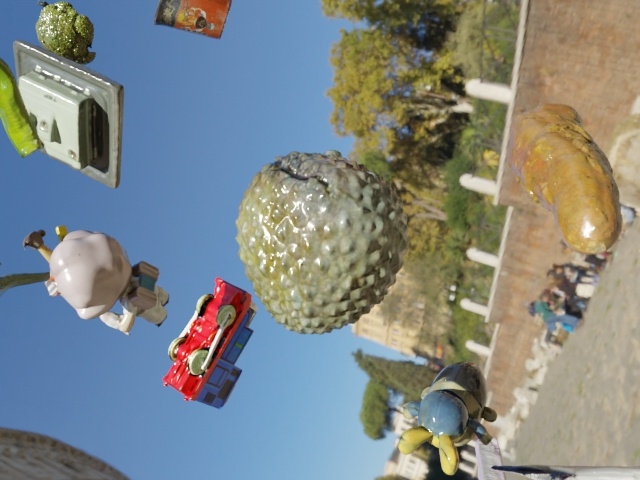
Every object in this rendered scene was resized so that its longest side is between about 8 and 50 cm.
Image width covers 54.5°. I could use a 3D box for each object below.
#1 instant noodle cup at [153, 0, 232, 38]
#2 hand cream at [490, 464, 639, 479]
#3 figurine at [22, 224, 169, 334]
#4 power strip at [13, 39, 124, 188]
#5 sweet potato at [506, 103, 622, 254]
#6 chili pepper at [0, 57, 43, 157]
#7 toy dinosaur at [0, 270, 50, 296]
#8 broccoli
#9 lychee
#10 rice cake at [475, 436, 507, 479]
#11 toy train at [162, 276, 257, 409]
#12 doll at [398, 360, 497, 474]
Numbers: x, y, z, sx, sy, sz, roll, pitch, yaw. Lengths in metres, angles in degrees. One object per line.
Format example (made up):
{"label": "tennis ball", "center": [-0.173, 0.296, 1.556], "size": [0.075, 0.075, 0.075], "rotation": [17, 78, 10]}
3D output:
{"label": "instant noodle cup", "center": [-0.258, -0.474, 1.265], "size": [0.127, 0.135, 0.127], "rotation": [-163, 90, -72]}
{"label": "hand cream", "center": [0.370, 0.268, 0.691], "size": [0.121, 0.335, 0.076], "rotation": [131, 146, -66]}
{"label": "figurine", "center": [-0.303, 0.056, 0.882], "size": [0.229, 0.112, 0.137], "rotation": [39, -136, -44]}
{"label": "power strip", "center": [-0.521, -0.241, 1.253], "size": [0.092, 0.257, 0.251], "rotation": [-49, -19, -54]}
{"label": "sweet potato", "center": [0.267, -0.095, 0.712], "size": [0.095, 0.106, 0.355], "rotation": [-37, 13, 25]}
{"label": "chili pepper", "center": [-0.487, -0.224, 0.959], "size": [0.050, 0.051, 0.202], "rotation": [-67, -31, -54]}
{"label": "toy dinosaur", "center": [-0.602, 0.137, 1.143], "size": [0.301, 0.087, 0.447], "rotation": [51, -163, -47]}
{"label": "broccoli", "center": [-0.537, -0.439, 1.321], "size": [0.120, 0.131, 0.130], "rotation": [-60, -24, -56]}
{"label": "lychee", "center": [0.000, 0.000, 0.907], "size": [0.255, 0.255, 0.274], "rotation": [50, -127, -68]}
{"label": "rice cake", "center": [0.309, 0.465, 1.081], "size": [0.298, 0.050, 0.106], "rotation": [-63, -35, -72]}
{"label": "toy train", "center": [-0.182, 0.179, 1.080], "size": [0.204, 0.082, 0.131], "rotation": [-61, -39, -11]}
{"label": "doll", "center": [0.142, 0.194, 0.687], "size": [0.179, 0.102, 0.089], "rotation": [-30, -50, -53]}
